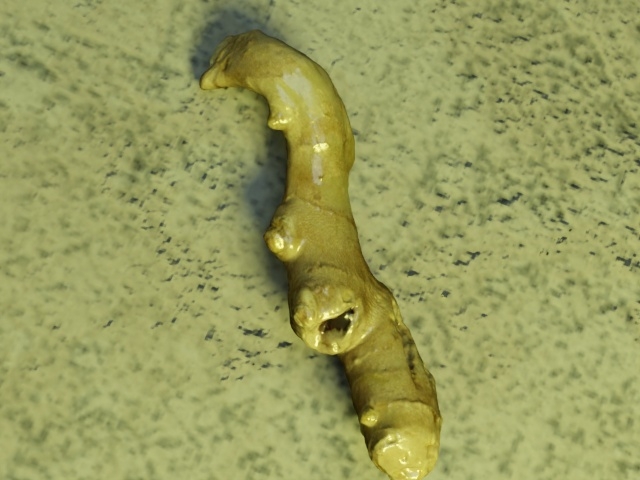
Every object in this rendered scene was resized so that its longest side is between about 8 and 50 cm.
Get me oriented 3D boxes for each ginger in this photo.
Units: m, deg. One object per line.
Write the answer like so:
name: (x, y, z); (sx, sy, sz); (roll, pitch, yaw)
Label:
ginger: (0.000, 0.000, 0.660); (0.089, 0.075, 0.288); (-11, 74, -45)
